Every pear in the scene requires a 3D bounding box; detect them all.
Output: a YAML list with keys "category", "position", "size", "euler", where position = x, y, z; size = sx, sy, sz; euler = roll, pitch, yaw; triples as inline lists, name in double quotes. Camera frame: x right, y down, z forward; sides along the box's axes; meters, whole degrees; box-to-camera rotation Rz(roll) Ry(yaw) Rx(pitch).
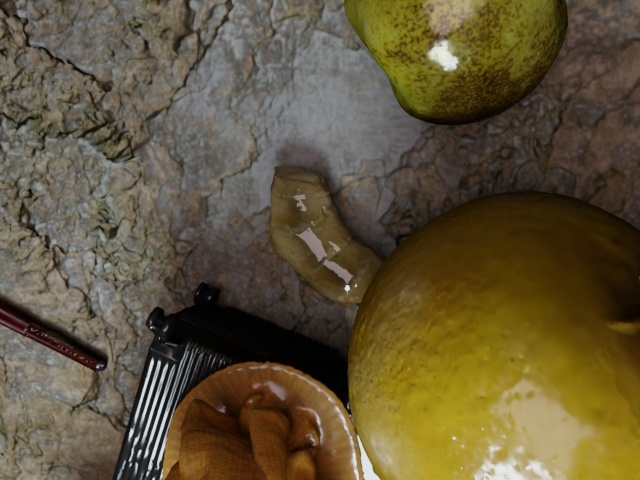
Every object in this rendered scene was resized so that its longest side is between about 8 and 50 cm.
- category: "pear"
  position: [0.128, -0.207, 0.544]
  size: [0.197, 0.197, 0.197]
  euler: [2, 100, 12]

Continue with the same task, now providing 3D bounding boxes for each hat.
- category: "hat"
  position: [-0.084, 0.260, 0.490]
  size: [0.244, 0.233, 0.233]
  euler: [-31, 94, 15]

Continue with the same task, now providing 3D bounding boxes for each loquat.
- category: "loquat"
  position: [0.168, 0.133, 0.532]
  size: [0.328, 0.328, 0.359]
  euler: [45, 127, 2]

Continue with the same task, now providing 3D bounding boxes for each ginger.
- category: "ginger"
  position: [0.001, -0.001, 0.666]
  size: [0.095, 0.069, 0.190]
  euler: [-41, 88, -10]

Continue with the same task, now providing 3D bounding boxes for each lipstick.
- category: "lipstick"
  position: [-0.355, 0.125, 0.787]
  size: [0.176, 0.027, 0.027]
  euler: [26, 104, 5]

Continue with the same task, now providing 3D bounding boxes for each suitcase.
- category: "suitcase"
  position: [-0.106, 0.248, 0.687]
  size: [0.230, 0.152, 0.335]
  euler: [21, 103, 9]

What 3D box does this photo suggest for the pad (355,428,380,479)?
- category: "pad"
  position: [0.113, 0.257, 0.718]
  size: [0.157, 0.003, 0.112]
  euler: [17, 103, 9]
